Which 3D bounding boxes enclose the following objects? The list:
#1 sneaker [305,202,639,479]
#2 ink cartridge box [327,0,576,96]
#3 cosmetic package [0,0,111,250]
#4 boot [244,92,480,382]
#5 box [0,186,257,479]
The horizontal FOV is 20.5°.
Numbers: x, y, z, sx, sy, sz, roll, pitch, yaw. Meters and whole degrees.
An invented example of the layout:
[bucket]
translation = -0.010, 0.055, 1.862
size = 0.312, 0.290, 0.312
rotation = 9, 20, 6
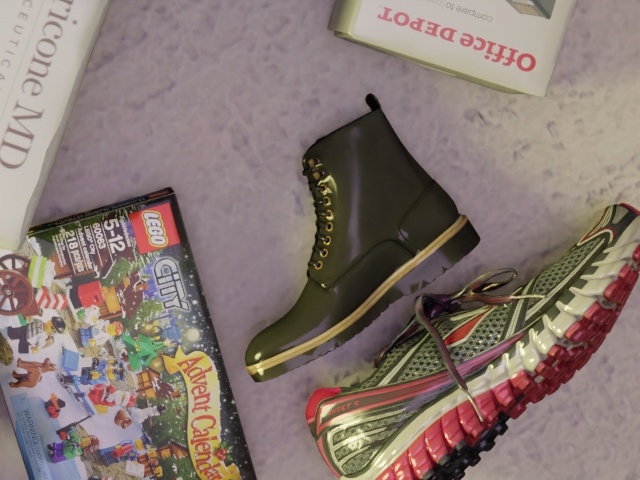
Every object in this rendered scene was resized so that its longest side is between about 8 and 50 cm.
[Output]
[sneaker]
translation = 0.122, 0.071, 1.294
size = 0.299, 0.121, 0.112
rotation = -40, 71, -9
[ink cartridge box]
translation = 0.112, -0.223, 1.260
size = 0.154, 0.093, 0.212
rotation = 17, 96, -11
[cosmetic package]
translation = -0.373, -0.179, 1.159
size = 0.453, 0.161, 0.230
rotation = 19, 94, -11
[boot]
translation = 0.000, 0.000, 1.290
size = 0.198, 0.077, 0.137
rotation = -36, 97, -16
[box]
translation = -0.151, 0.094, 1.286
size = 0.159, 0.044, 0.233
rotation = -17, 100, -6
